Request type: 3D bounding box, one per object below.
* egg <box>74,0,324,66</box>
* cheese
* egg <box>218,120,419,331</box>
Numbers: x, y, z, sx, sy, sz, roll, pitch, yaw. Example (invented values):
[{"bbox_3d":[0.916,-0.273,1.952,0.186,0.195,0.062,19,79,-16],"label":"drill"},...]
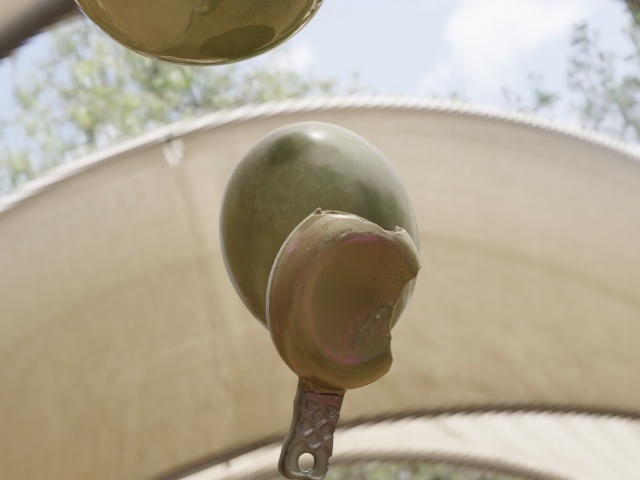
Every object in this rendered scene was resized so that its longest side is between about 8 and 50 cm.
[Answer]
[{"bbox_3d":[-0.156,-0.345,2.072,0.336,0.278,0.278,-14,-19,-41],"label":"egg"},{"bbox_3d":[0.012,0.112,1.803,0.163,0.286,0.082,12,-2,-22],"label":"cheese"},{"bbox_3d":[0.000,0.000,2.224,0.258,0.258,0.352,-23,-45,0],"label":"egg"}]
